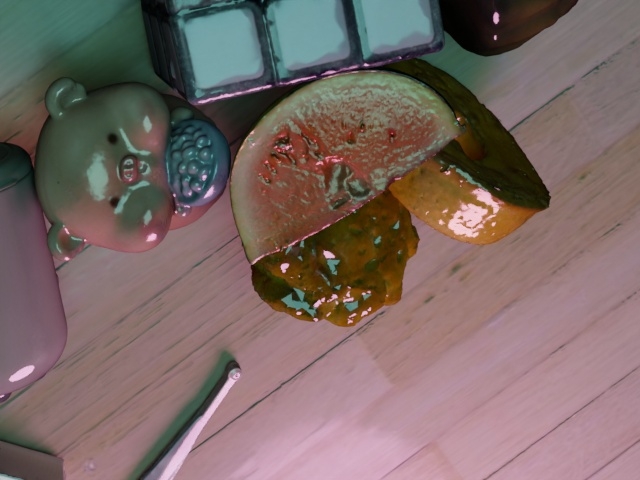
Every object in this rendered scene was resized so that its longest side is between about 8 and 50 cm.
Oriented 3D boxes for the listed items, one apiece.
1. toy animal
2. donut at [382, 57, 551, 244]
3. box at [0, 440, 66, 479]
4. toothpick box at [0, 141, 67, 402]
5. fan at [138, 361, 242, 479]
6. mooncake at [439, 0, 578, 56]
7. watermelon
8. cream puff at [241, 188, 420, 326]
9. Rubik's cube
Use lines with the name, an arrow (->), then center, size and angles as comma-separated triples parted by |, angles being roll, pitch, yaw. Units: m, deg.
toy animal -> -0.227, -0.095, 1.500 | 0.229, 0.221, 0.210 | -5, 96, -7
donut -> 0.160, -0.107, 1.583 | 0.277, 0.278, 0.108 | 32, 117, -21
box -> -0.489, 0.355, 1.626 | 0.260, 0.111, 0.194 | 21, 101, -21
toothpick box -> -0.416, 0.051, 1.510 | 0.229, 0.229, 0.316 | -13, 111, -10
fan -> -0.191, 0.288, 1.732 | 0.057, 0.023, 0.282 | 35, 97, -20
mooncake -> 0.198, -0.374, 1.491 | 0.161, 0.290, 0.290 | -28, 111, -7
watermelon -> 0.000, -0.122, 1.470 | 0.303, 0.128, 0.159 | -33, 110, 10
cream puff -> 0.012, -0.003, 1.602 | 0.244, 0.196, 0.244 | -5, 109, -15
Rubik's cube -> -0.061, -0.342, 1.416 | 0.301, 0.305, 0.304 | -13, 105, -12
